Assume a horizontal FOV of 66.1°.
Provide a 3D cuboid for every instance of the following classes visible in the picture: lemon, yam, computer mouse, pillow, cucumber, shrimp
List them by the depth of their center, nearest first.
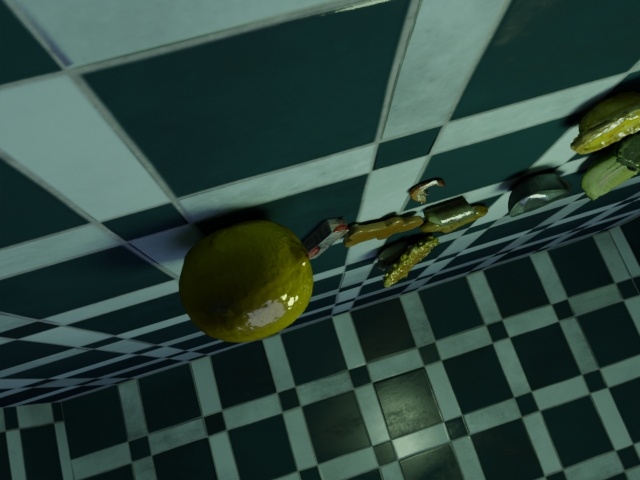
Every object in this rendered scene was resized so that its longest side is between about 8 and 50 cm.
[{"bbox_3d":[-0.150,0.084,1.026,0.284,0.260,0.260,-43,160,8],"label":"lemon"},{"bbox_3d":[0.266,-0.119,1.216,0.091,0.025,0.127,-22,162,10],"label":"shrimp"},{"bbox_3d":[0.372,-0.077,1.407,0.146,0.070,0.070,-19,165,1],"label":"yam"},{"bbox_3d":[0.848,-0.214,1.419,0.145,0.105,0.325,-45,165,-2],"label":"cucumber"},{"bbox_3d":[0.657,-0.144,1.476,0.167,0.090,0.379,-27,169,31],"label":"computer mouse"},{"bbox_3d":[0.259,0.057,1.786,0.119,0.053,0.208,-27,166,-3],"label":"pillow"}]

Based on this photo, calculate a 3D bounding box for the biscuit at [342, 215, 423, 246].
[{"bbox_3d":[0.178,-0.036,1.393,0.240,0.035,0.158,-13,167,-16],"label":"biscuit"}]

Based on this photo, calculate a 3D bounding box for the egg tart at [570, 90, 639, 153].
[{"bbox_3d":[0.620,-0.255,1.039,0.191,0.074,0.191,-18,165,-5],"label":"egg tart"}]

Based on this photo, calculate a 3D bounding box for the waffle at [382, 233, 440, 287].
[{"bbox_3d":[0.313,0.077,1.744,0.243,0.059,0.238,-52,164,24],"label":"waffle"}]

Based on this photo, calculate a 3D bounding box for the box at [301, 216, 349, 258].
[{"bbox_3d":[0.000,0.000,1.304,0.055,0.040,0.218,-11,164,-30],"label":"box"}]

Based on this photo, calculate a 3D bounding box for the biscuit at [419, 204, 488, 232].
[{"bbox_3d":[0.429,-0.069,1.568,0.183,0.039,0.174,-28,160,34],"label":"biscuit"}]
